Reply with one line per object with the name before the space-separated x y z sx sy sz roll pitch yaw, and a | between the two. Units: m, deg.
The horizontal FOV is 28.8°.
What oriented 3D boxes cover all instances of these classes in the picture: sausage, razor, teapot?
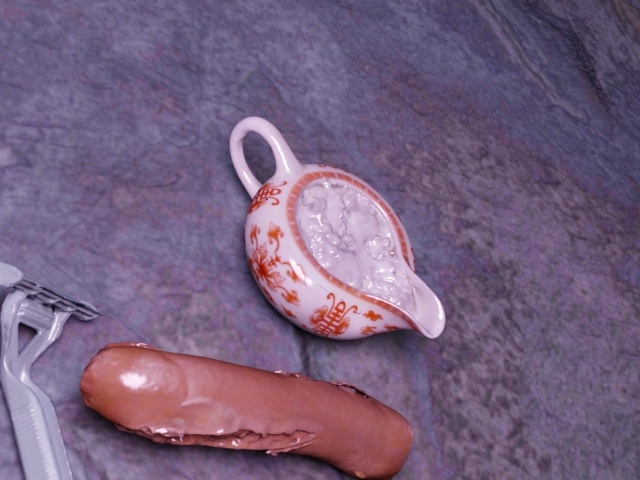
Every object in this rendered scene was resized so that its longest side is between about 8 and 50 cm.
sausage | -0.043 0.131 0.943 0.304 0.078 0.078 19 49 -41
razor | -0.185 0.156 0.862 0.111 0.056 0.277 41 34 -64
teapot | 0.000 0.000 1.073 0.245 0.116 0.159 49 56 -2
